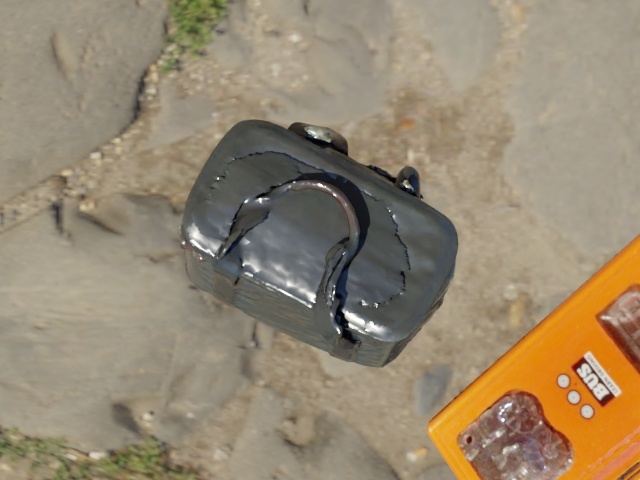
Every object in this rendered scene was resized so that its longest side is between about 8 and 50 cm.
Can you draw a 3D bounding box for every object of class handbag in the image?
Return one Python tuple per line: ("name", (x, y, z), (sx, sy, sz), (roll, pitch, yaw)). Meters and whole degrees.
("handbag", (0.000, 0.000, 1.225), (0.254, 0.181, 0.181), (28, 74, 2))

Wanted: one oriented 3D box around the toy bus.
("toy bus", (0.234, 0.068, 0.900), (0.153, 0.329, 0.143), (0, 50, -57))
